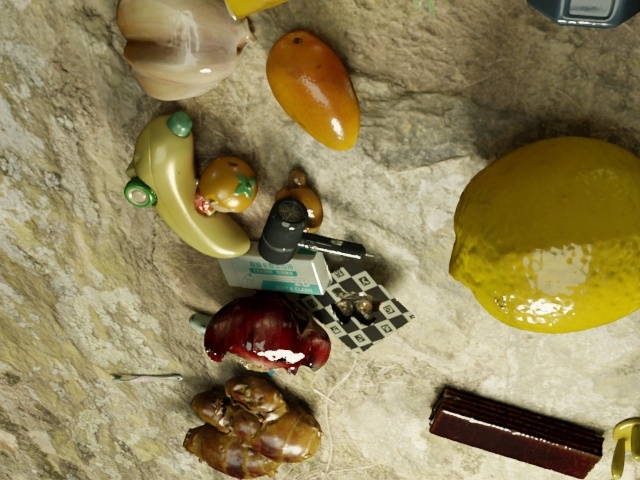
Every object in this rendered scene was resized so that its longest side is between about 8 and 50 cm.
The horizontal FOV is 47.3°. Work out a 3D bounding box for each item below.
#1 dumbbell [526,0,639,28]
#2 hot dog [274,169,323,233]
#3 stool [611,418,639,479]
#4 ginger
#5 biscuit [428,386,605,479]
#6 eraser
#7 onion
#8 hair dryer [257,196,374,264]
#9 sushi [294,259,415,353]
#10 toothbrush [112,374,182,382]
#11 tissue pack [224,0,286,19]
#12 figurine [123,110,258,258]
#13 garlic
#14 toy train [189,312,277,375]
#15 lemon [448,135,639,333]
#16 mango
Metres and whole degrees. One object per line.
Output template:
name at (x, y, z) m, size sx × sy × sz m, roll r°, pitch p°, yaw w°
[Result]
dumbbell at (0.359, -0.434, 0.913) m, size 0.143 × 0.156 × 0.316 m, roll 30°, pitch 139°, yaw 31°
hot dog at (-0.042, -0.068, 1.389) m, size 0.089 × 0.060 × 0.140 m, roll -9°, pitch 135°, yaw 20°
stool at (0.698, 0.464, 1.588) m, size 0.135 × 0.110 × 0.134 m, roll -15°, pitch 123°, yaw 25°
ginger at (-0.185, 0.473, 1.815) m, size 0.357 × 0.152 × 0.274 m, roll -29°, pitch 116°, yaw 31°
biscuit at (0.445, 0.441, 1.666) m, size 0.388 × 0.073 × 0.107 m, roll 16°, pitch 133°, yaw 1°
eraser at (-0.095, 0.054, 1.484) m, size 0.225 × 0.052 × 0.096 m, roll 4°, pitch 131°, yaw 26°
onion at (-0.104, 0.180, 1.539) m, size 0.271 × 0.195 × 0.272 m, roll 5°, pitch 171°, yaw 1°
hair dryer at (0.000, 0.000, 1.365) m, size 0.219 × 0.072 × 0.124 m, roll 14°, pitch 139°, yaw -12°
sushi at (0.076, 0.130, 1.520) m, size 0.192 × 0.040 × 0.210 m, roll 43°, pitch 135°, yaw -8°
toothbrush at (-0.446, 0.357, 1.878) m, size 0.204 × 0.022 × 0.017 m, roll -5°, pitch 112°, yaw 19°
tissue pack at (0.020, -0.486, 0.906) m, size 0.381 × 0.228 × 0.293 m, roll -12°, pitch 126°, yaw 23°
figurine at (-0.221, -0.097, 1.376) m, size 0.222 × 0.124 × 0.325 m, roll -19°, pitch 125°, yaw 24°
garlic at (-0.230, -0.331, 1.188) m, size 0.227 × 0.110 × 0.217 m, roll -3°, pitch 125°, yaw 18°
toy train at (-0.193, 0.227, 1.679) m, size 0.233 × 0.052 × 0.051 m, roll 33°, pitch 127°, yaw -12°
lemon at (0.376, -0.009, 1.154) m, size 0.335 × 0.336 × 0.336 m, roll 8°, pitch 131°, yaw 9°
mango at (-0.009, -0.236, 1.206) m, size 0.141 × 0.102 × 0.217 m, roll -15°, pitch 121°, yaw 34°
